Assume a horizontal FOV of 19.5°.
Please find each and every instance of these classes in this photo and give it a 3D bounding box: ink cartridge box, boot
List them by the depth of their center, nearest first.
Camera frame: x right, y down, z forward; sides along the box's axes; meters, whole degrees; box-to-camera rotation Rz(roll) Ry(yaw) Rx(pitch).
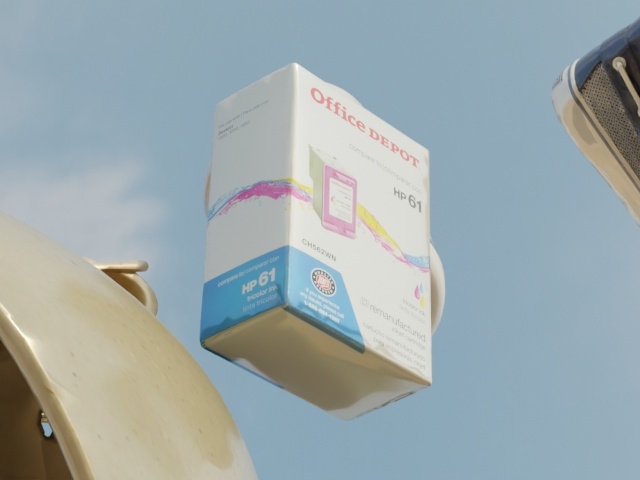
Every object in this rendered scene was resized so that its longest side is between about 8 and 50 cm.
[{"bbox_3d":[0.000,0.000,0.779,0.052,0.122,0.088,-28,-43,35],"label":"ink cartridge box"},{"bbox_3d":[0.205,-0.031,0.940,0.190,0.069,0.086,49,-53,-1],"label":"boot"}]

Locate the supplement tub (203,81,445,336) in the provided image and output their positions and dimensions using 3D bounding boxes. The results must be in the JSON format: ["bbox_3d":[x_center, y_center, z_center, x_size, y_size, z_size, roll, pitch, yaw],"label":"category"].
[{"bbox_3d":[-0.003,-0.008,1.265,0.144,0.200,0.144,-6,-54,-8],"label":"supplement tub"}]

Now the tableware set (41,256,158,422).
[{"bbox_3d":[-0.153,0.065,1.185,0.141,0.169,0.020,3,-42,-34],"label":"tableware set"}]

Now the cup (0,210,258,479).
[{"bbox_3d":[-0.148,0.127,0.688,0.331,0.237,0.331,1,-88,26],"label":"cup"}]
